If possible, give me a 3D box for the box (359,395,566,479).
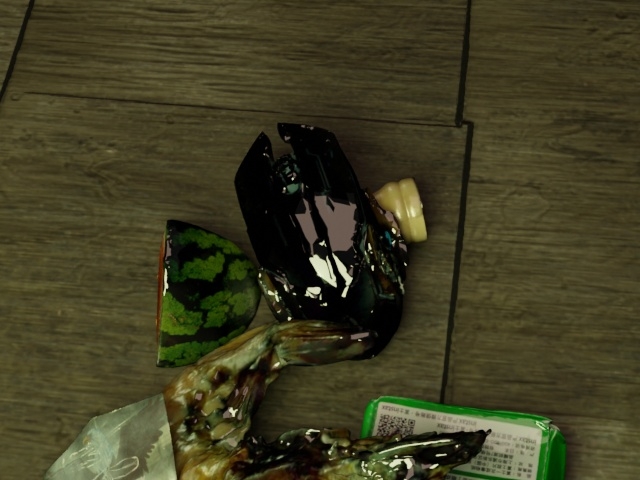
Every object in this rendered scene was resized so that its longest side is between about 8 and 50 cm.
[{"bbox_3d":[0.103,0.256,1.122,0.180,0.103,0.250,9,57,9],"label":"box"}]

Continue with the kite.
[{"bbox_3d":[-0.159,0.291,1.129,0.169,0.015,0.310,-30,61,31],"label":"kite"}]

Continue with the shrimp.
[{"bbox_3d":[-0.017,0.148,1.139,0.364,0.071,0.233,-13,45,34],"label":"shrimp"}]

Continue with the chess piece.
[{"bbox_3d":[0.040,-0.019,1.332,0.122,0.066,0.066,-12,57,2],"label":"chess piece"}]

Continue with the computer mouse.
[{"bbox_3d":[0.000,0.000,1.265,0.146,0.077,0.242,-25,80,2],"label":"computer mouse"}]

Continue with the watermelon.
[{"bbox_3d":[-0.132,0.056,1.293,0.094,0.125,0.135,17,75,48],"label":"watermelon"}]
